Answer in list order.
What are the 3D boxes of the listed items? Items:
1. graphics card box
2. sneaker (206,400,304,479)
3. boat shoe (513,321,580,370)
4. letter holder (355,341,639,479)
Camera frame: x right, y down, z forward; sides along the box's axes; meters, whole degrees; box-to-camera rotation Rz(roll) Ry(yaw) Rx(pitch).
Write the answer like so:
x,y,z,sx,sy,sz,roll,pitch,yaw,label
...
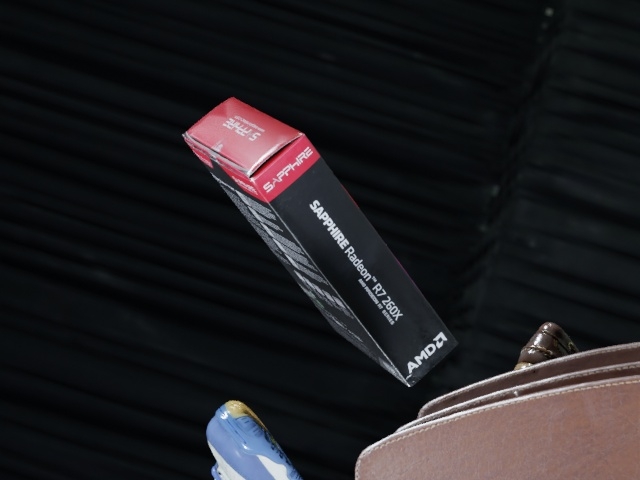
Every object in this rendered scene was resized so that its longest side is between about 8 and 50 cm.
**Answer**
x,y,z,sx,sy,sz,roll,pitch,yaw,label
0.000,0.000,1.883,0.094,0.371,0.233,-41,28,-9,graphics card box
-0.065,0.279,1.434,0.112,0.131,0.296,52,167,49,sneaker
0.280,0.168,1.554,0.073,0.207,0.073,-3,48,50,boat shoe
0.193,0.172,1.229,0.152,0.302,0.214,39,-139,-52,letter holder
